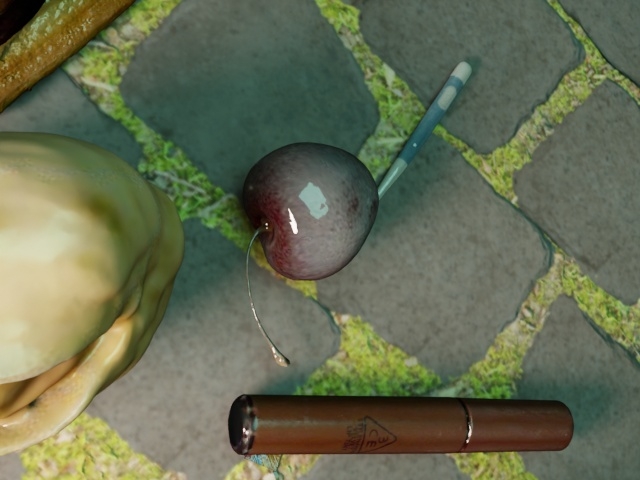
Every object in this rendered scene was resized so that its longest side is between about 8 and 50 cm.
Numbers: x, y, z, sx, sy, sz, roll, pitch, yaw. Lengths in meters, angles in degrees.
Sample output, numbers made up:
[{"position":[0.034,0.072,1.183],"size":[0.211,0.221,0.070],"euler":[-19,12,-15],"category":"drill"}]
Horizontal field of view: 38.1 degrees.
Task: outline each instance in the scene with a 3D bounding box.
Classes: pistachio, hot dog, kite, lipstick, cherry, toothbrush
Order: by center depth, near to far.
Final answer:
[{"position":[-0.250,0.037,0.669],"size":[0.321,0.229,0.238],"euler":[-22,46,-24],"category":"pistachio"},{"position":[-0.245,-0.190,0.822],"size":[0.215,0.047,0.066],"euler":[-51,138,-26],"category":"hot dog"},{"position":[-0.050,0.204,0.842],"size":[0.044,0.002,0.078],"euler":[5,74,-25],"category":"kite"},{"position":[0.003,-0.002,0.870],"size":[0.148,0.115,0.188],"euler":[-32,102,-63],"category":"cherry"},{"position":[0.086,0.176,0.884],"size":[0.357,0.057,0.057],"euler":[6,75,-26],"category":"lipstick"},{"position":[0.096,-0.097,0.977],"size":[0.019,0.025,0.275],"euler":[40,64,-11],"category":"toothbrush"}]

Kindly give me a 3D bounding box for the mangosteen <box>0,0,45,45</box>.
[{"position":[-0.327,-0.256,0.658],"size":[0.297,0.293,0.297],"euler":[0,93,-8],"category":"mangosteen"}]
